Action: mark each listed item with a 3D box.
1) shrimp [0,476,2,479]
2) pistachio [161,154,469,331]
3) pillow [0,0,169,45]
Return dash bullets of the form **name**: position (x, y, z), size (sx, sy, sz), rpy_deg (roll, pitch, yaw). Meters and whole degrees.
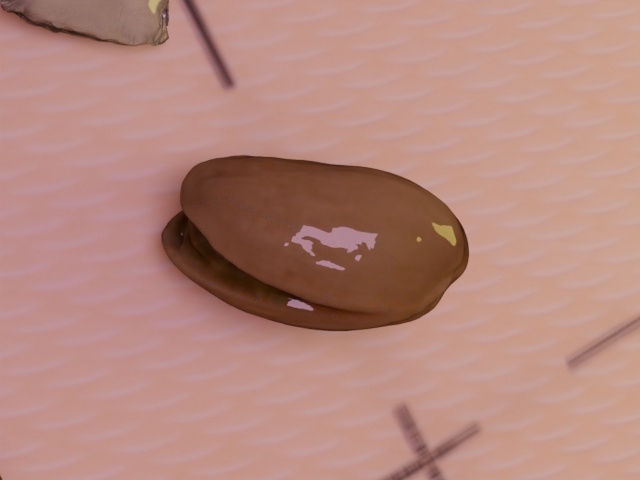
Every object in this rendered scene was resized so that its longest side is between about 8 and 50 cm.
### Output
- **shrimp**: position (-0.258, 0.187, 1.304), size (0.101, 0.042, 0.190), rpy_deg (-16, 92, -13)
- **pistachio**: position (0.000, 0.000, 1.377), size (0.226, 0.136, 0.136), rpy_deg (9, 82, -12)
- **pillow**: position (-0.160, -0.258, 1.370), size (0.128, 0.051, 0.229), rpy_deg (6, 85, -27)
